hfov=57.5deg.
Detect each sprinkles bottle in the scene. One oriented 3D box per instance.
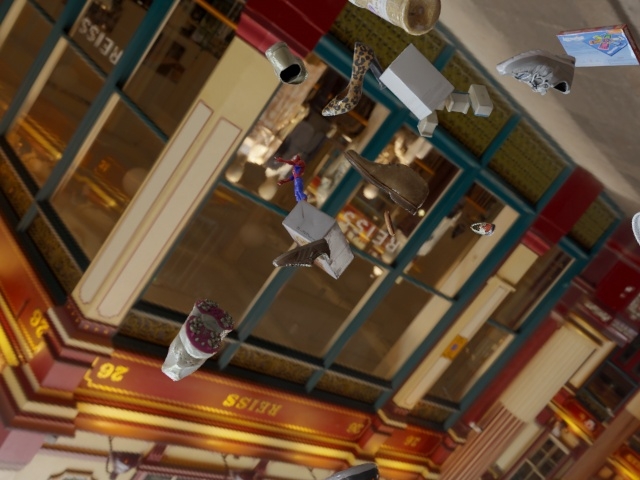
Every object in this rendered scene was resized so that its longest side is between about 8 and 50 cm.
[{"bbox_3d":[0.187,-0.667,1.591,0.121,0.121,0.355,28,-163,-39],"label":"sprinkles bottle"}]

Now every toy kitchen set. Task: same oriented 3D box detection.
[{"bbox_3d":[0.457,-0.446,2.020,0.206,0.166,0.122,5,-130,-10],"label":"toy kitchen set"}]

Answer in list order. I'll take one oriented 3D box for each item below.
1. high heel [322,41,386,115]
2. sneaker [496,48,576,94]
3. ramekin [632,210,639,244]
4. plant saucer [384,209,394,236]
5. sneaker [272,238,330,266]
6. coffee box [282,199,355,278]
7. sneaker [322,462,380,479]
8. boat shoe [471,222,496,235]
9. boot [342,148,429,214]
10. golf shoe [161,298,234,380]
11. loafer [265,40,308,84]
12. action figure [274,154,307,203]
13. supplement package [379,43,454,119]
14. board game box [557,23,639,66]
[{"bbox_3d":[0.081,-0.538,1.952,0.186,0.261,0.093,49,-158,-36],"label":"high heel"},{"bbox_3d":[0.641,-0.485,1.705,0.281,0.116,0.105,-4,-179,-22],"label":"sneaker"},{"bbox_3d":[1.088,-0.024,1.814,0.207,0.109,0.207,61,179,2],"label":"ramekin"},{"bbox_3d":[0.214,-0.053,1.811,0.083,0.013,0.084,-15,-90,-79],"label":"plant saucer"},{"bbox_3d":[-0.057,0.057,1.859,0.066,0.188,0.071,97,150,-80],"label":"sneaker"},{"bbox_3d":[0.000,0.000,2.116,0.168,0.119,0.297,33,167,28],"label":"coffee box"},{"bbox_3d":[0.051,0.516,0.987,0.124,0.321,0.180,-6,-133,-24],"label":"sneaker"},{"bbox_3d":[0.623,-0.047,2.227,0.043,0.049,0.137,23,177,-11],"label":"boat shoe"},{"bbox_3d":[0.211,-0.215,1.875,0.305,0.115,0.112,37,-172,6],"label":"boot"},{"bbox_3d":[-0.295,0.231,1.390,0.115,0.140,0.306,41,-172,-2],"label":"golf shoe"},{"bbox_3d":[-0.105,-0.566,1.944,0.092,0.101,0.268,66,-166,10],"label":"loafer"},{"bbox_3d":[-0.119,-0.220,2.267,0.138,0.091,0.281,5,-119,-11],"label":"action figure"},{"bbox_3d":[0.277,-0.456,1.687,0.179,0.105,0.105,44,174,-6],"label":"supplement package"},{"bbox_3d":[0.935,-0.651,1.962,0.145,0.027,0.281,45,176,-25],"label":"board game box"}]
